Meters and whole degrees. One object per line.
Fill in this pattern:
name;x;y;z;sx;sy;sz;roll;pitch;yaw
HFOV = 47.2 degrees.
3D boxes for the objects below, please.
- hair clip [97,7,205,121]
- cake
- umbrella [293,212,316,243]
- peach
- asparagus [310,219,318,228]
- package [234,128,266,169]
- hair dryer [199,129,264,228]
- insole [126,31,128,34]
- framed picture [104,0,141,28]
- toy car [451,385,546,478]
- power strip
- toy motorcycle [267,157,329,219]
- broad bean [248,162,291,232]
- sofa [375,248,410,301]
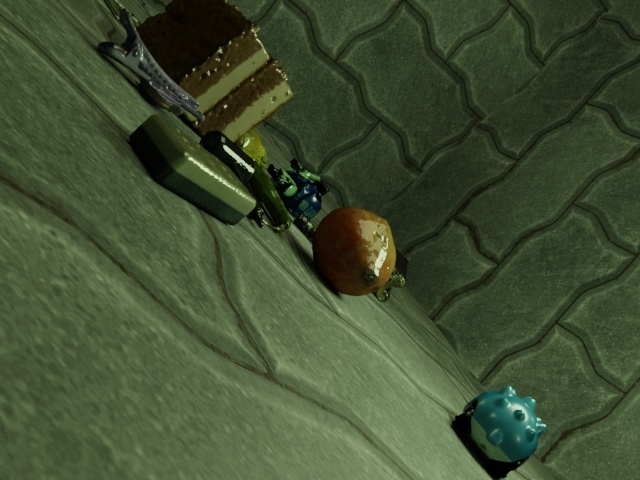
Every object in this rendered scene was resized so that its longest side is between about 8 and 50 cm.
hair clip;-0.351;-0.339;1.509;0.137;0.090;0.278;36;-13;48
cake;-0.252;-0.420;1.759;0.256;0.282;0.290;56;7;33
umbrella;0.000;0.000;2.044;0.188;0.050;0.046;49;27;-1
peach;0.089;0.033;1.744;0.232;0.232;0.232;48;6;-7
asparagus;0.024;0.017;2.244;0.248;0.025;0.024;53;-35;37
package;-0.233;-0.298;2.027;0.226;0.090;0.168;54;9;23
hair dryer;-0.171;-0.123;1.539;0.128;0.070;0.255;42;14;-47
insole;-0.450;-0.481;2.027;0.253;0.005;0.086;49;6;4
framed picture;-0.579;-0.665;2.208;0.217;0.017;0.274;41;10;-51
toy car;0.446;0.448;1.777;0.188;0.190;0.255;50;4;18
power strip;-0.196;-0.107;1.182;0.105;0.070;0.256;52;5;25
toy motorcycle;-0.064;-0.148;2.230;0.196;0.125;0.331;51;9;6
broad bean;-0.131;-0.110;1.750;0.098;0.056;0.318;45;9;-35
sofa;0.162;0.069;2.463;0.258;0.182;0.200;47;24;-13
